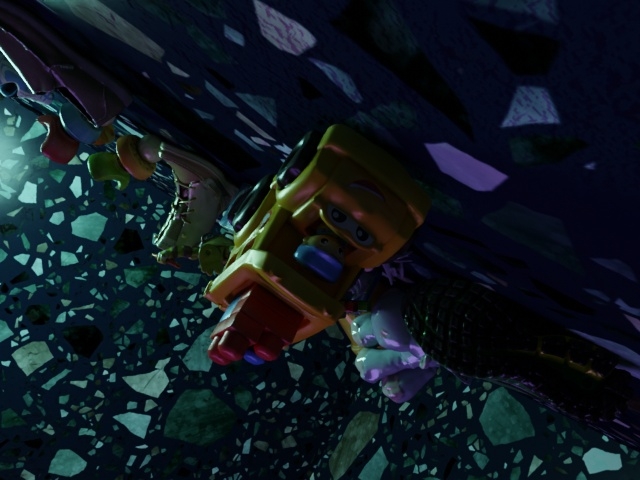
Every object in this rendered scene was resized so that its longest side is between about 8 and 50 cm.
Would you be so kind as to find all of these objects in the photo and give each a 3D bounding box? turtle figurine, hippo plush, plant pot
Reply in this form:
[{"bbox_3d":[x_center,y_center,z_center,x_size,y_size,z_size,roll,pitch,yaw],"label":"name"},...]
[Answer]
[{"bbox_3d":[-0.185,0.027,0.991,0.269,0.087,0.217,9,176,-22],"label":"turtle figurine"},{"bbox_3d":[0.193,0.223,1.035,0.294,0.235,0.236,25,170,13],"label":"hippo plush"},{"bbox_3d":[0.123,0.175,1.267,0.188,0.205,0.205,47,171,-6],"label":"plant pot"}]

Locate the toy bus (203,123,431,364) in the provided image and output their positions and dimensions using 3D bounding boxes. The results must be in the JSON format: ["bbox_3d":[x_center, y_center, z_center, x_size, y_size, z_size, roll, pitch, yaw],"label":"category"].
[{"bbox_3d":[-0.023,0.026,0.493,0.149,0.212,0.220,38,142,-13],"label":"toy bus"}]

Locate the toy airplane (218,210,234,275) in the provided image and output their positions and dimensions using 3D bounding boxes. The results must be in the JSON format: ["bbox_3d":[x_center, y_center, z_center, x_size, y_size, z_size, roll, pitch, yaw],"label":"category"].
[{"bbox_3d":[-0.154,0.112,1.431,0.386,0.272,0.384,49,166,5],"label":"toy airplane"}]

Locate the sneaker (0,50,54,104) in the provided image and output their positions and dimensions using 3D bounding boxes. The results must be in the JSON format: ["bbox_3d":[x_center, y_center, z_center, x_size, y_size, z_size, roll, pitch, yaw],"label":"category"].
[{"bbox_3d":[-0.722,-0.373,1.206,0.085,0.086,0.237,29,174,-3],"label":"sneaker"}]

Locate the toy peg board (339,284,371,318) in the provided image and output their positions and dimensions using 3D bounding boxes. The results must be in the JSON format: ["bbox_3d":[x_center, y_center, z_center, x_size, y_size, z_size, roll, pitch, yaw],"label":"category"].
[{"bbox_3d":[0.028,0.062,0.883,0.079,0.161,0.160,-3,175,32],"label":"toy peg board"}]

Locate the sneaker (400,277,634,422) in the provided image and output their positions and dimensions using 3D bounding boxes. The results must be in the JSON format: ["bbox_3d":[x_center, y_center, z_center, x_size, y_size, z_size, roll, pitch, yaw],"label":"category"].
[{"bbox_3d":[0.283,0.174,0.792,0.343,0.134,0.146,28,173,12],"label":"sneaker"}]

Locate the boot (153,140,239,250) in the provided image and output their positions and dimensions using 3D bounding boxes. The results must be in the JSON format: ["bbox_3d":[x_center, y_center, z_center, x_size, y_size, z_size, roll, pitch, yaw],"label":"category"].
[{"bbox_3d":[-0.285,-0.073,1.043,0.095,0.204,0.262,29,174,18],"label":"boot"}]

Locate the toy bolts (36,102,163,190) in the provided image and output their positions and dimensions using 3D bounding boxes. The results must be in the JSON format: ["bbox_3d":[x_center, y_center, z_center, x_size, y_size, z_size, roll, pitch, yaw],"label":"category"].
[{"bbox_3d":[-0.449,-0.240,1.050,0.228,0.158,0.218,23,-136,-68],"label":"toy bolts"}]

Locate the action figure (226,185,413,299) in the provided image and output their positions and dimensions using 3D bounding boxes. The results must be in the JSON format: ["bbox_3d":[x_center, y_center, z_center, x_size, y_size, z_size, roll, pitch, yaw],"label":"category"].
[{"bbox_3d":[0.000,0.000,0.692,0.284,0.099,0.185,8,133,37],"label":"action figure"}]

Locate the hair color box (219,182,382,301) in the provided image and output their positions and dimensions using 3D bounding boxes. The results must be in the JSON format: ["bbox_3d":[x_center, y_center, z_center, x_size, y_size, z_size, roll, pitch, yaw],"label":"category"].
[{"bbox_3d":[-0.028,0.020,1.069,0.173,0.105,0.347,22,169,41],"label":"hair color box"}]

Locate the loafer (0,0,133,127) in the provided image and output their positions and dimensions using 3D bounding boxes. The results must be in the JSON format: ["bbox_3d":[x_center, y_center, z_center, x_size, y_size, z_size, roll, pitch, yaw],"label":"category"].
[{"bbox_3d":[-0.403,-0.257,0.736,0.251,0.088,0.094,35,171,-32],"label":"loafer"}]

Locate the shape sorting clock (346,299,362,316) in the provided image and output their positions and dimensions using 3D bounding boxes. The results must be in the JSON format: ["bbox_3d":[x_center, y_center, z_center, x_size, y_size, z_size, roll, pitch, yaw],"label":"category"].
[{"bbox_3d":[-0.009,0.115,1.062,0.206,0.040,0.206,28,172,4],"label":"shape sorting clock"}]
